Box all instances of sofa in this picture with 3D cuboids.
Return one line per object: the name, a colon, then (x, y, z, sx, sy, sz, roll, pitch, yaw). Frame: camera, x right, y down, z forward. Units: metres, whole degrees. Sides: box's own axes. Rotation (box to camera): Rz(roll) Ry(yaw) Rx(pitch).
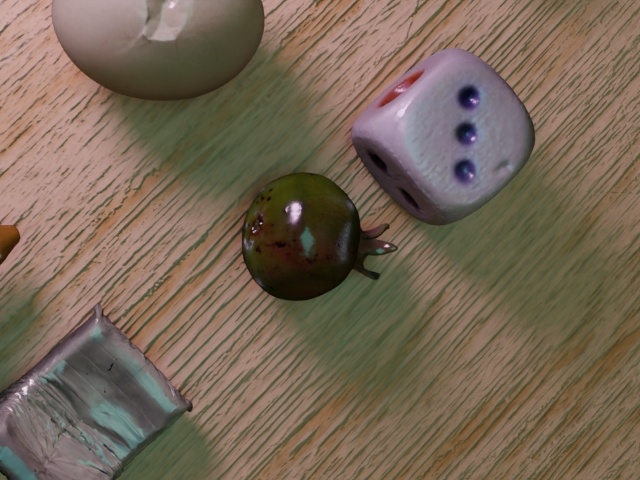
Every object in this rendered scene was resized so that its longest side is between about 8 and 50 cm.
sofa: (-0.312, 0.238, 1.209, 0.225, 0.176, 0.210, -41, 103, -8)

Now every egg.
egg: (-0.207, -0.289, 1.168, 0.269, 0.219, 0.219, -5, 96, -17)

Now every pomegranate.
pomegranate: (0.000, 0.000, 1.278, 0.224, 0.181, 0.181, 11, 92, -30)

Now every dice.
dice: (0.171, -0.147, 1.292, 0.193, 0.194, 0.192, -42, 104, -9)

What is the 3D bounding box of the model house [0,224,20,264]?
model house: (-0.533, 0.058, 1.160, 0.301, 0.190, 0.271, -28, 97, -26)
